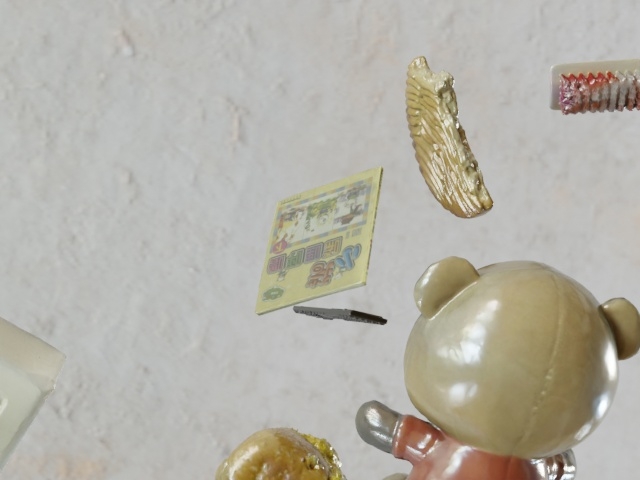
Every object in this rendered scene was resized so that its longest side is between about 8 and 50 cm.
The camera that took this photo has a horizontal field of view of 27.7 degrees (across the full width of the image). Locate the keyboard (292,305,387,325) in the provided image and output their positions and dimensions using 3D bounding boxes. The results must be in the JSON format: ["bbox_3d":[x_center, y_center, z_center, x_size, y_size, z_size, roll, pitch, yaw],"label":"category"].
[{"bbox_3d":[0.025,0.107,1.868,0.061,0.204,0.013,15,83,-23],"label":"keyboard"}]

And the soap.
[{"bbox_3d":[-0.327,0.109,1.122,0.183,0.064,0.121,30,115,-10],"label":"soap"}]

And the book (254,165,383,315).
[{"bbox_3d":[0.000,0.000,1.665,0.013,0.168,0.192,46,39,-37],"label":"book"}]

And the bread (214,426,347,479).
[{"bbox_3d":[-0.043,0.368,1.877,0.176,0.246,0.196,-33,80,-9],"label":"bread"}]

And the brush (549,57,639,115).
[{"bbox_3d":[0.425,-0.181,1.487,0.320,0.050,0.060,-5,118,-1],"label":"brush"}]

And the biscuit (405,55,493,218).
[{"bbox_3d":[0.162,-0.126,1.681,0.031,0.229,0.176,-13,130,-18],"label":"biscuit"}]

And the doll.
[{"bbox_3d":[0.154,0.177,1.203,0.235,0.174,0.330,14,105,-8],"label":"doll"}]
